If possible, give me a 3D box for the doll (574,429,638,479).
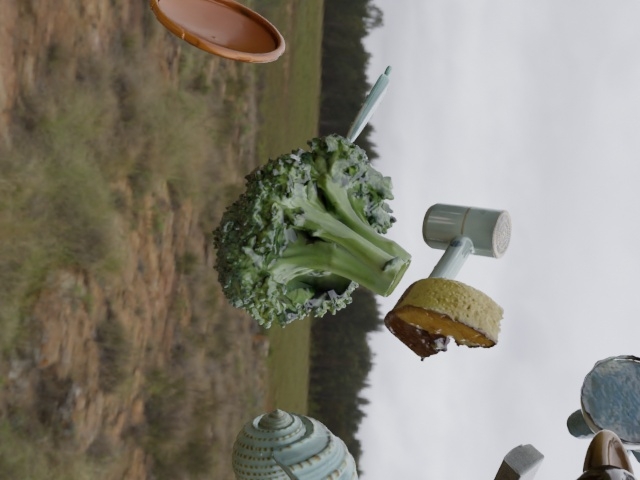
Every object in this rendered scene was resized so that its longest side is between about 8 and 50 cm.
[{"bbox_3d":[0.422,0.374,0.845,0.318,0.339,0.209,-59,179,5],"label":"doll"}]

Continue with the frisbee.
[{"bbox_3d":[-0.142,-0.288,1.053,0.192,0.192,0.035,-86,-161,-56],"label":"frisbee"}]

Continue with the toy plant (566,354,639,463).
[{"bbox_3d":[0.752,0.464,1.931,0.332,0.247,0.247,78,14,-51],"label":"toy plant"}]

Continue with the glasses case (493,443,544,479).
[{"bbox_3d":[0.335,0.448,1.381,0.047,0.071,0.205,42,-40,34],"label":"glasses case"}]

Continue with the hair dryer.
[{"bbox_3d":[0.250,0.050,1.580,0.357,0.173,0.107,-49,134,-40],"label":"hair dryer"}]

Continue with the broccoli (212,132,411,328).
[{"bbox_3d":[-0.010,-0.005,1.102,0.288,0.260,0.235,-59,-171,-1],"label":"broccoli"}]

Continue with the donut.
[{"bbox_3d":[0.190,0.117,1.221,0.217,0.141,0.085,-20,-144,60],"label":"donut"}]

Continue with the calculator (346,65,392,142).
[{"bbox_3d":[0.085,-0.233,1.313,0.153,0.021,0.095,-57,178,-10],"label":"calculator"}]

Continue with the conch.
[{"bbox_3d":[-0.032,0.510,1.668,0.215,0.303,0.319,-45,123,-30],"label":"conch"}]
